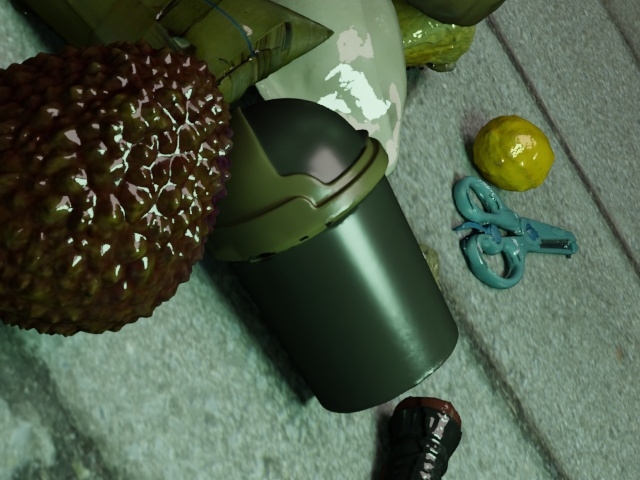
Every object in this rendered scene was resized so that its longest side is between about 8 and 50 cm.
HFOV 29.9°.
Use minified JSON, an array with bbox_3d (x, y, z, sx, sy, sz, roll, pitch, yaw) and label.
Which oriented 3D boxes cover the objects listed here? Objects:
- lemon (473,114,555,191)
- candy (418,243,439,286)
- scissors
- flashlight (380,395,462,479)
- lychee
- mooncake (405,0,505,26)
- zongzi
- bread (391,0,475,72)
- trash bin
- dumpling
[{"bbox_3d":[0.303,-0.133,1.871,0.155,0.114,0.114,31,46,-41],"label":"lemon"},{"bbox_3d":[0.109,0.053,1.519,0.095,0.085,0.110,17,67,-39],"label":"candy"},{"bbox_3d":[0.319,-0.004,1.887,0.393,0.032,0.180,7,64,-53],"label":"scissors"},{"bbox_3d":[0.100,0.287,1.352,0.093,0.093,0.232,46,43,-27],"label":"flashlight"},{"bbox_3d":[-0.188,-0.054,0.996,0.271,0.271,0.271,33,45,-40],"label":"lychee"},{"bbox_3d":[0.164,-0.448,1.543,0.324,0.187,0.324,29,44,-32],"label":"mooncake"},{"bbox_3d":[-0.146,-0.254,1.248,0.260,0.123,0.289,43,44,2],"label":"zongzi"},{"bbox_3d":[0.119,-0.351,1.709,0.262,0.162,0.204,-14,74,-50],"label":"bread"},{"bbox_3d":[0.000,0.000,1.271,0.334,0.214,0.214,59,33,-15],"label":"trash bin"},{"bbox_3d":[-0.020,-0.235,1.443,0.260,0.181,0.341,16,75,-33],"label":"dumpling"}]
